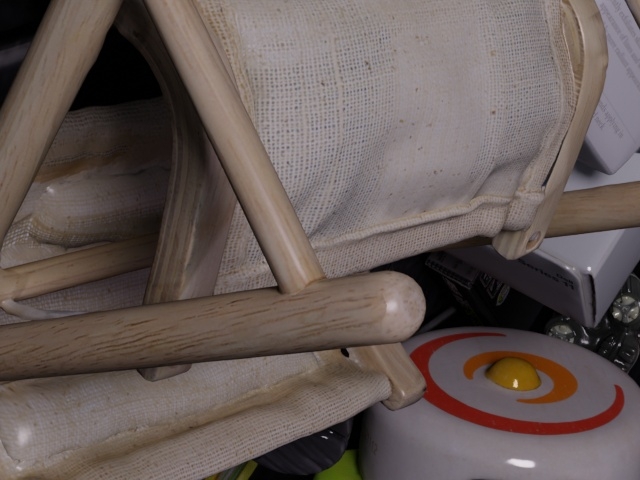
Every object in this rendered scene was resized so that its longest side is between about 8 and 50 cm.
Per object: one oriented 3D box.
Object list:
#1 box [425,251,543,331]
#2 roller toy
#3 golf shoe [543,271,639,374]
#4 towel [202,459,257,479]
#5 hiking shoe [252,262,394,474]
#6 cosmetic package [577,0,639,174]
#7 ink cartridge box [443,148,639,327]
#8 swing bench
[{"bbox_3d":[0.156,-0.026,1.072,0.190,0.045,0.184,-57,154,-8],"label":"box"},{"bbox_3d":[0.121,0.144,0.989,0.209,0.191,0.146,-17,121,-45],"label":"roller toy"},{"bbox_3d":[0.219,0.149,1.314,0.273,0.105,0.120,-65,163,8],"label":"golf shoe"},{"bbox_3d":[-0.074,0.088,0.769,0.102,0.021,0.237,-58,155,-11],"label":"towel"},{"bbox_3d":[0.000,0.000,0.773,0.114,0.086,0.226,-70,174,-79],"label":"hiking shoe"},{"bbox_3d":[0.180,-0.160,0.762,0.231,0.085,0.117,-47,137,-2],"label":"cosmetic package"},{"bbox_3d":[0.146,-0.075,0.872,0.208,0.153,0.087,-54,156,-15],"label":"ink cartridge box"},{"bbox_3d":[-0.006,-0.017,0.545,0.253,0.165,0.255,-16,167,-46],"label":"swing bench"}]
